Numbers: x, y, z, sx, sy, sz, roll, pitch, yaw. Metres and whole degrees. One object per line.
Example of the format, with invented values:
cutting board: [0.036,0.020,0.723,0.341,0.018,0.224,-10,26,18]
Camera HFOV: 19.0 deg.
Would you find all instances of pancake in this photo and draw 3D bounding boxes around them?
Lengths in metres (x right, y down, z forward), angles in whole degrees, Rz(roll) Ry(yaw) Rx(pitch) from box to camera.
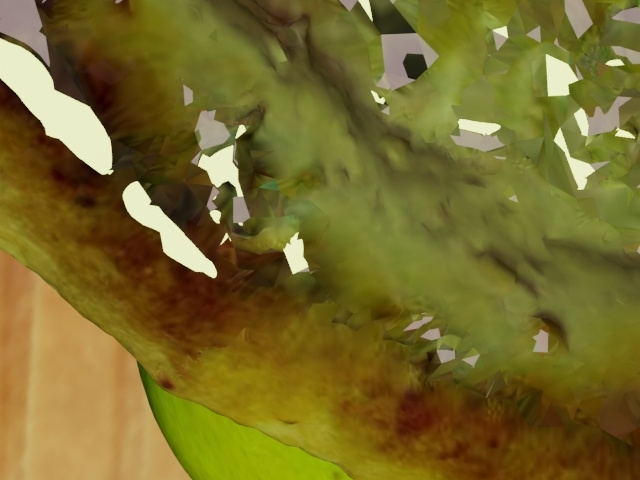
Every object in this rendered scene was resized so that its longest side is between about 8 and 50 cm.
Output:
pancake: [0.042,-0.087,0.425,0.305,0.067,0.427,-25,100,1]

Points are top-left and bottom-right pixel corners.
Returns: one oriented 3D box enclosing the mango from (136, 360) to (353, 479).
mango: [0.000,0.000,0.527,0.119,0.100,0.178,-15,83,8]
